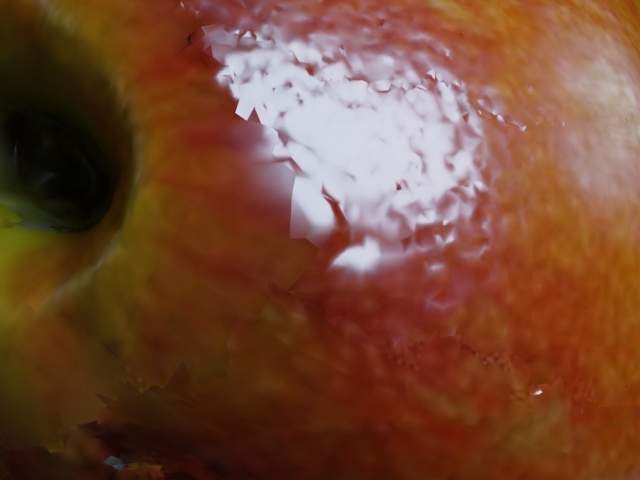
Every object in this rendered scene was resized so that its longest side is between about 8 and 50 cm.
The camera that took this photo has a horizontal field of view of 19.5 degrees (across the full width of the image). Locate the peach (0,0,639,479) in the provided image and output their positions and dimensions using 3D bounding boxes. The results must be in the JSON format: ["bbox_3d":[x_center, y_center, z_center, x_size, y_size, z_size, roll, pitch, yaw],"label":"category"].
[{"bbox_3d":[0.000,-0.002,0.716,0.372,0.372,0.290,13,97,-28],"label":"peach"}]
